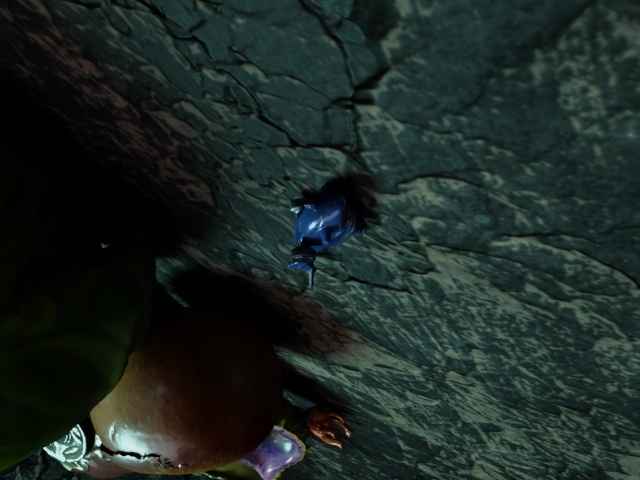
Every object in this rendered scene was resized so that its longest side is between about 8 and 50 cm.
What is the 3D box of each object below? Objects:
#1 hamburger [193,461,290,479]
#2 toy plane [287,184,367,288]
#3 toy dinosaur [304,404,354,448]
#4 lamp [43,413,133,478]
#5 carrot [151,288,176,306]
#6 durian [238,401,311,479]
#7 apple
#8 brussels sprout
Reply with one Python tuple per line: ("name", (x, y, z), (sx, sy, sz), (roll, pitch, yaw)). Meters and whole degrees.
("hamburger", (-0.188, 0.399, 1.350), (0.303, 0.186, 0.261), (18, 157, -7))
("toy plane", (0.000, 0.000, 0.572), (0.062, 0.054, 0.167), (3, 158, -14))
("toy dinosaur", (0.010, 0.339, 1.215), (0.102, 0.055, 0.279), (24, 158, 24))
("lamp", (-0.386, 0.276, 1.191), (0.303, 0.257, 0.302), (6, 110, 17))
("carrot", (-0.249, 0.089, 0.985), (0.036, 0.035, 0.165), (7, 152, 34))
("durian", (-0.132, 0.278, 1.110), (0.154, 0.186, 0.261), (-39, 138, 16))
("apple", (-0.177, 0.186, 0.877), (0.252, 0.206, 0.272), (-5, 178, -16))
("brussels sprout", (-0.401, 0.054, 0.664), (0.425, 0.360, 0.343), (38, 149, -24))
